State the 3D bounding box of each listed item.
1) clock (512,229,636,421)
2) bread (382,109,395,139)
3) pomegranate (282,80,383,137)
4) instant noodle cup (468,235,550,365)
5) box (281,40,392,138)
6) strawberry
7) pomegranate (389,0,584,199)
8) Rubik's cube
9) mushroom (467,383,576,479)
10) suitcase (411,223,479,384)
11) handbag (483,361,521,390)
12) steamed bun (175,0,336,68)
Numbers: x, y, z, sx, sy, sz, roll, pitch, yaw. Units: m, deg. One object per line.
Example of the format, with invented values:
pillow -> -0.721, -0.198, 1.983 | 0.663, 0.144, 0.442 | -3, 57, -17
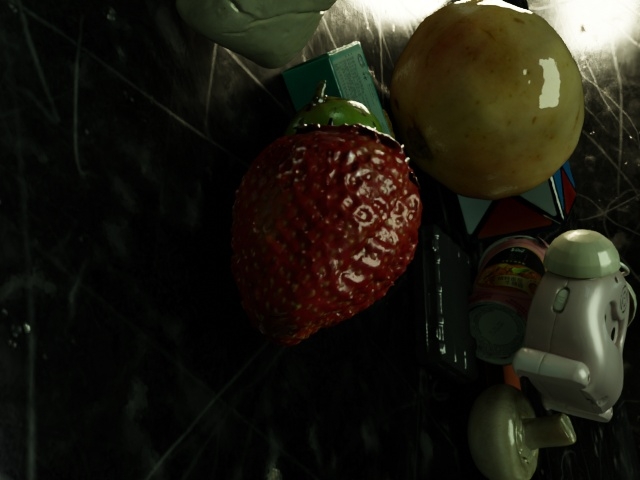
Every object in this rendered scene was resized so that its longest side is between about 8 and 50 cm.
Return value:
clock -> 0.537, 0.173, 1.629 | 0.342, 0.184, 0.326 | 50, 54, -54
bread -> 0.114, -0.198, 1.507 | 0.083, 0.044, 0.111 | 10, 67, -62
pomegranate -> 0.026, -0.120, 1.199 | 0.220, 0.156, 0.156 | 66, 27, -46
instant noodle cup -> 0.426, 0.146, 1.770 | 0.255, 0.244, 0.244 | -43, 116, -51
box -> 0.042, -0.192, 1.319 | 0.153, 0.092, 0.245 | -41, 113, -59
strawberry -> 0.000, 0.000, 1.005 | 0.250, 0.238, 0.288 | 57, 43, -25
pomegranate -> 0.339, -0.294, 1.609 | 0.411, 0.411, 0.411 | 35, 49, -52
Rubik's cube -> 0.460, -0.153, 1.916 | 0.246, 0.250, 0.248 | -36, 113, -60
mushroom -> 0.410, 0.393, 1.612 | 0.207, 0.215, 0.207 | 26, 57, -48
suitcase -> 0.249, 0.130, 1.588 | 0.206, 0.066, 0.286 | 37, 47, -51
handbag -> 0.424, 0.360, 1.826 | 0.127, 0.062, 0.190 | 42, 39, -48
steamed bun -> -0.065, -0.452, 1.077 | 0.247, 0.236, 0.384 | 19, 61, -57
